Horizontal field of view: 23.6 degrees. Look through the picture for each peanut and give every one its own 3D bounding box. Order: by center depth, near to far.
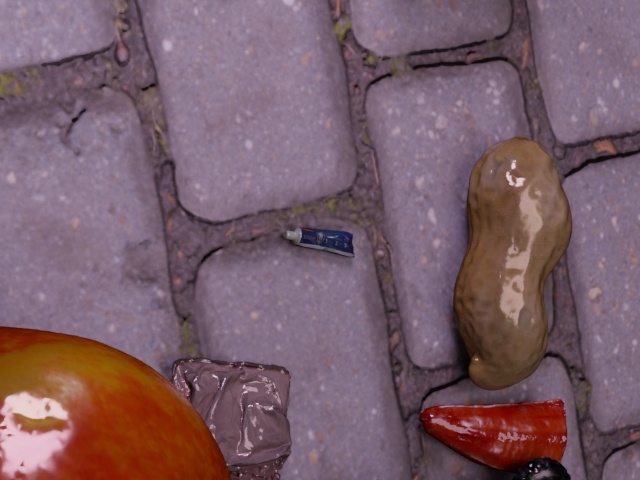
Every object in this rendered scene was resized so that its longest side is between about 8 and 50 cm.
[{"bbox_3d":[0.196,0.025,1.577,0.117,0.101,0.263,11,86,-10],"label":"peanut"}]

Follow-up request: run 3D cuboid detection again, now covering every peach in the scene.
[{"bbox_3d":[-0.243,0.241,1.192,0.388,0.388,0.388,-1,92,-30],"label":"peach"}]

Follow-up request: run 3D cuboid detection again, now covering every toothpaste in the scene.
[{"bbox_3d":[0.000,0.000,1.511,0.083,0.019,0.027,8,70,-34],"label":"toothpaste"}]

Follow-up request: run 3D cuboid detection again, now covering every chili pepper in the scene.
[{"bbox_3d":[0.174,0.198,1.595,0.169,0.065,0.088,11,85,-26],"label":"chili pepper"}]

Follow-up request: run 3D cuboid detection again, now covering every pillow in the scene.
[{"bbox_3d":[-0.092,0.238,1.450,0.135,0.049,0.248,8,90,-34],"label":"pillow"}]

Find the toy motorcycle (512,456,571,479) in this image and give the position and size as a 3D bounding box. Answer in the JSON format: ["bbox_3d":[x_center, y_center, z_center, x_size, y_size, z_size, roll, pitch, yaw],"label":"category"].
[{"bbox_3d":[0.201,0.328,1.594,0.122,0.082,0.213,-4,109,-10],"label":"toy motorcycle"}]
